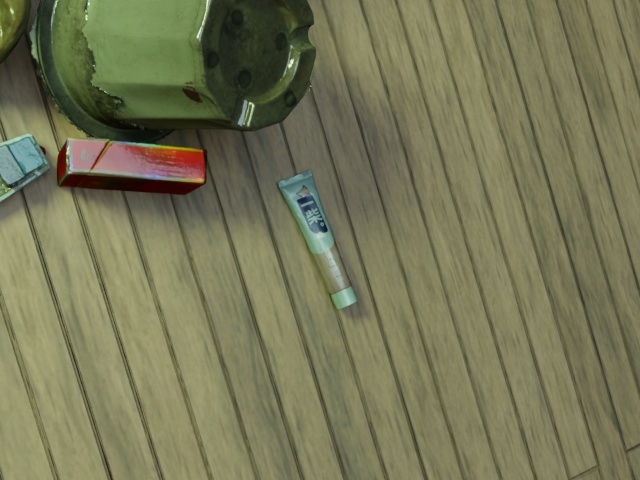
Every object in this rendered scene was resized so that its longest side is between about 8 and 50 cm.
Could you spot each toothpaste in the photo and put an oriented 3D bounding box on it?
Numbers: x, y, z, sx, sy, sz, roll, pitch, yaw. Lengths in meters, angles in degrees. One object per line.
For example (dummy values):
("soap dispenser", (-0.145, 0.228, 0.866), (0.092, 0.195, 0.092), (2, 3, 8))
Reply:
("toothpaste", (0.000, 0.000, 1.210), (0.056, 0.036, 0.205), (-22, 90, -24))

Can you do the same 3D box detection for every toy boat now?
("toy boat", (-0.416, -0.076, 1.027), (0.173, 0.059, 0.069), (-32, 97, -22))

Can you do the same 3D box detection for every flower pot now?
("flower pot", (-0.163, -0.239, 0.996), (0.290, 0.259, 0.290), (-19, 116, -45))

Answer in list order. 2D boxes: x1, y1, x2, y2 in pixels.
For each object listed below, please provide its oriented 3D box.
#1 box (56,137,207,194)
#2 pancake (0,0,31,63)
("box", (-0.245, -0.095, 1.074), (0.175, 0.112, 0.048), (3, 84, -24))
("pancake", (-0.439, -0.307, 0.970), (0.242, 0.242, 0.050), (57, 27, -8))
